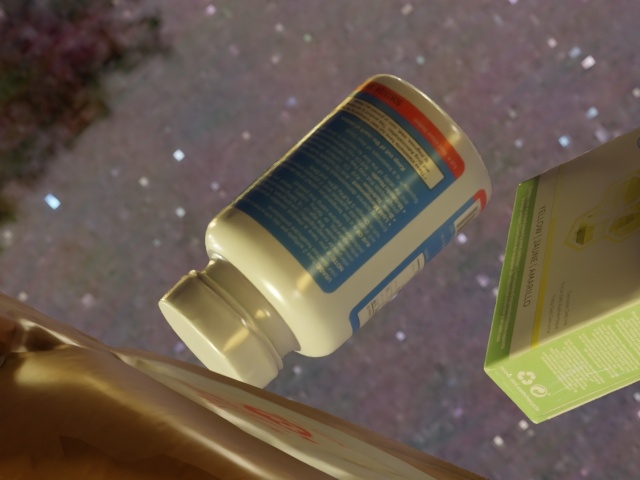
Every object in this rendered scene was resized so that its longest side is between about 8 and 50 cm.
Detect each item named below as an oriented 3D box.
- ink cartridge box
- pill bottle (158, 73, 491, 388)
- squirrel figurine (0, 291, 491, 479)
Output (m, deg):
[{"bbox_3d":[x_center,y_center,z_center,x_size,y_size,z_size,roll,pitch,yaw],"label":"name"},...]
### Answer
[{"bbox_3d":[0.207,-0.010,0.926,0.235,0.056,0.171,-28,-153,32],"label":"ink cartridge box"},{"bbox_3d":[0.000,0.000,1.164,0.221,0.124,0.124,-42,-152,-14],"label":"pill bottle"},{"bbox_3d":[-0.115,0.208,0.482,0.281,0.397,0.370,-174,-73,-87],"label":"squirrel figurine"}]
